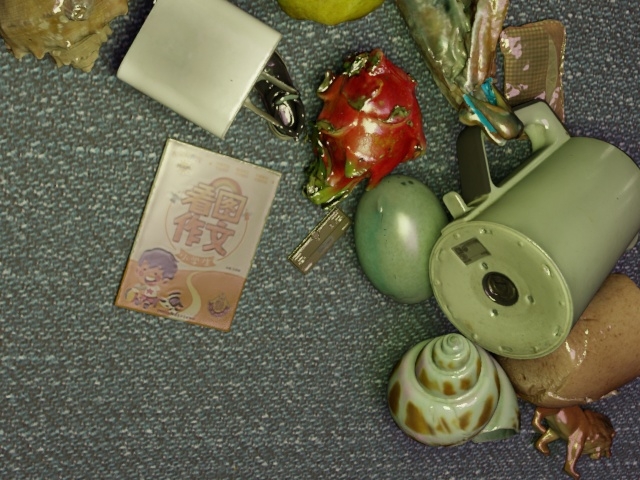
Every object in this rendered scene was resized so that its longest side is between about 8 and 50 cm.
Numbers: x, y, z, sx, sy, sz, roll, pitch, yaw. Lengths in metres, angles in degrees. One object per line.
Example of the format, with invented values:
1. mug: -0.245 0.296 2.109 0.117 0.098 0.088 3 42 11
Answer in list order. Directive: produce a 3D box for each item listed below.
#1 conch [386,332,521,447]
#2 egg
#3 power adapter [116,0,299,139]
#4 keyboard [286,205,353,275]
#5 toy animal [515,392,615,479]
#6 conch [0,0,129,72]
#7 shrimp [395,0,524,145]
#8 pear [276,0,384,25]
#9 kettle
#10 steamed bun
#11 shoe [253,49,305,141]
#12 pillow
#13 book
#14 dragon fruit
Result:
1. conch: 0.243 0.272 1.814 0.249 0.368 0.197 6 80 5
2. egg: 0.143 0.000 1.752 0.169 0.169 0.236 -19 108 -15
3. power adapter: -0.156 -0.265 1.553 0.255 0.124 0.187 30 95 -8
4. keyboard: 0.000 0.000 1.785 0.129 0.015 0.049 -48 120 -3
5. toy animal: 0.486 0.354 2.036 0.157 0.097 0.312 -46 113 -17
6. conch: -0.338 -0.380 1.426 0.263 0.186 0.324 -42 158 -31
7. shrimp: 0.231 -0.365 1.622 0.110 0.221 0.446 -18 88 -53
8. pear: 0.038 -0.478 1.533 0.253 0.253 0.307 5 105 -22
9. kettle: 0.352 -0.048 1.712 0.361 0.250 0.376 52 49 -1
10. steamed bun: 0.471 0.208 1.857 0.251 0.301 0.199 -30 79 -18
11. shoe: -0.064 -0.236 1.646 0.071 0.099 0.169 -25 112 -10
12. pillow: 0.386 -0.289 1.838 0.135 0.034 0.211 -13 111 -18
13. book: -0.204 -0.004 1.704 0.208 0.020 0.295 16 99 -23
14. dragon fruit: 0.049 -0.183 1.671 0.269 0.198 0.200 -34 115 15
